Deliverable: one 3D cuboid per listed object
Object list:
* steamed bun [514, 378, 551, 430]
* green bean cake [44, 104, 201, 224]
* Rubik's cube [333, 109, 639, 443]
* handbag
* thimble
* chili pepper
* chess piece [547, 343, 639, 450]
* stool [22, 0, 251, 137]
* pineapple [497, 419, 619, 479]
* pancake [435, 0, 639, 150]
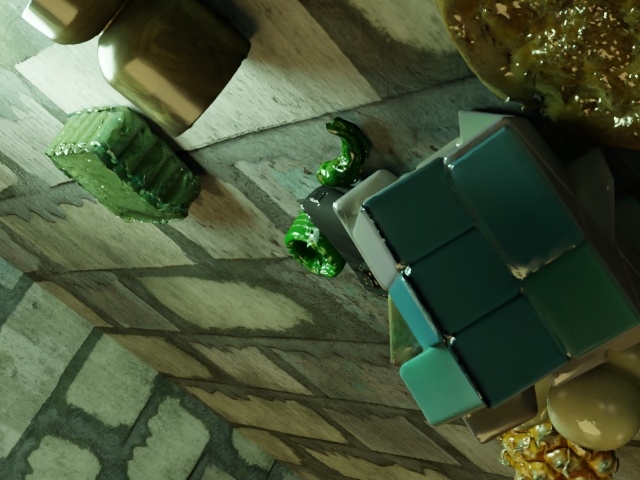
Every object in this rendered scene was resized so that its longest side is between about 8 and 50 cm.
[{"bbox_3d":[0.318,0.160,1.459,0.276,0.203,0.289,48,162,22],"label":"steamed bun"},{"bbox_3d":[-0.381,-0.141,1.723,0.241,0.132,0.255,-2,143,50],"label":"green bean cake"},{"bbox_3d":[0.217,0.022,1.104,0.358,0.368,0.387,-33,81,24],"label":"Rubik's cube"},{"bbox_3d":[0.099,0.017,1.444,0.244,0.088,0.275,53,166,-23],"label":"handbag"},{"bbox_3d":[0.000,0.000,1.624,0.118,0.090,0.130,22,154,19],"label":"thimble"},{"bbox_3d":[0.036,-0.130,1.383,0.073,0.050,0.182,33,154,9],"label":"chili pepper"},{"bbox_3d":[0.402,0.141,1.203,0.167,0.300,0.167,25,154,13],"label":"chess piece"},{"bbox_3d":[-0.250,-0.293,1.227,0.264,0.179,0.179,38,154,-20],"label":"stool"},{"bbox_3d":[0.416,0.422,1.756,0.286,0.209,0.344,12,160,7],"label":"pineapple"},{"bbox_3d":[0.278,-0.225,0.907,0.382,0.071,0.382,27,157,12],"label":"pancake"}]
